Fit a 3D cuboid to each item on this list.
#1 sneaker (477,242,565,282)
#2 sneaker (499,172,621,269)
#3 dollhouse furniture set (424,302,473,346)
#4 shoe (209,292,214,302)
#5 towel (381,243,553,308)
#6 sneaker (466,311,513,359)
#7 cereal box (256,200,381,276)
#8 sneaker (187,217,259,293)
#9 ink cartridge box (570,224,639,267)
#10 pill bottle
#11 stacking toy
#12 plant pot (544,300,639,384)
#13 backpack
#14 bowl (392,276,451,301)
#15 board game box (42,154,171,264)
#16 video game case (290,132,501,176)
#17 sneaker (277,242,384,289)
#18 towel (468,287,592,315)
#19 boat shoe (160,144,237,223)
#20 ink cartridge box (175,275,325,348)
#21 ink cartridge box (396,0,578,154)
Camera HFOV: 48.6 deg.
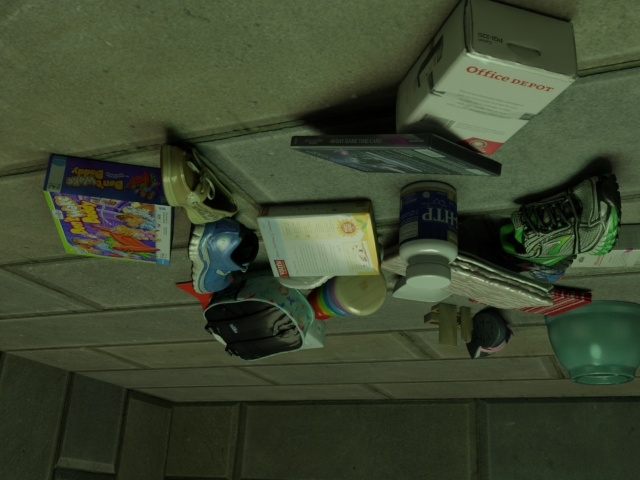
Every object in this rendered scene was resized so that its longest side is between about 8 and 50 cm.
[{"bbox_3d":[0.457,0.032,1.586,0.221,0.083,0.087,5,142,-12],"label":"sneaker"},{"bbox_3d":[0.450,-0.025,1.344,0.146,0.134,0.343,7,159,-8],"label":"sneaker"},{"bbox_3d":[0.384,0.274,2.122,0.144,0.123,0.151,11,157,-18],"label":"dollhouse furniture set"},{"bbox_3d":[-0.217,0.213,1.995,0.219,0.058,0.076,28,136,-13],"label":"shoe"},{"bbox_3d":[0.307,0.076,1.570,0.332,0.053,0.317,20,171,-4],"label":"towel"},{"bbox_3d":[0.538,0.279,2.174,0.131,0.112,0.319,-12,162,-7],"label":"sneaker"},{"bbox_3d":[0.000,0.000,1.499,0.240,0.047,0.173,-1,130,14],"label":"cereal box"},{"bbox_3d":[-0.217,0.043,1.619,0.147,0.130,0.330,7,158,-3],"label":"sneaker"},{"bbox_3d":[0.631,0.013,1.510,0.181,0.061,0.104,-2,157,11],"label":"ink cartridge box"},{"bbox_3d":[0.206,-0.007,1.351,0.112,0.187,0.112,2,159,1],"label":"pill bottle"},{"bbox_3d":[0.049,0.145,1.867,0.141,0.141,0.330,10,164,-17],"label":"stacking toy"},{"bbox_3d":[0.810,0.310,2.058,0.293,0.196,0.293,2,159,1],"label":"plant pot"},{"bbox_3d":[-0.143,0.190,1.846,0.253,0.191,0.225,-12,124,38],"label":"backpack"},{"bbox_3d":[0.266,0.113,1.828,0.142,0.053,0.142,8,157,-13],"label":"bowl"},{"bbox_3d":[-0.425,-0.052,1.476,0.233,0.078,0.347,7,158,-10],"label":"board game box"},{"bbox_3d":[0.115,-0.133,1.115,0.274,0.026,0.196,8,178,43],"label":"video game case"},{"bbox_3d":[0.002,0.028,1.628,0.281,0.105,0.115,-19,136,30],"label":"sneaker"},{"bbox_3d":[0.569,0.156,1.928,0.275,0.031,0.199,10,159,-13],"label":"towel"},{"bbox_3d":[-0.224,-0.104,1.304,0.089,0.104,0.285,-4,168,5],"label":"boat shoe"},{"bbox_3d":[-0.202,0.225,2.083,0.308,0.091,0.385,-9,149,25],"label":"ink cartridge box"},{"bbox_3d":[0.215,-0.214,0.958,0.158,0.092,0.218,10,159,-15],"label":"ink cartridge box"}]
